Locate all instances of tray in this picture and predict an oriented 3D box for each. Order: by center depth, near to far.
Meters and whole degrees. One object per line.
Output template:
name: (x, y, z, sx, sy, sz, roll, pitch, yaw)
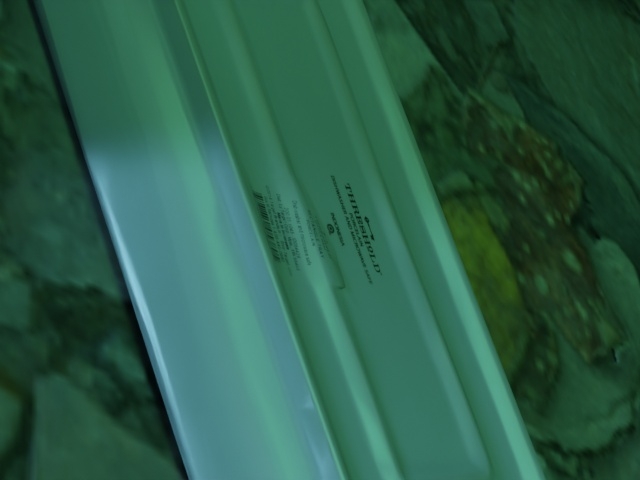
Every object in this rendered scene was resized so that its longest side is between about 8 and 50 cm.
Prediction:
tray: (0.000, 0.000, 0.496, 0.145, 0.030, 0.270, 1, 64, -52)
